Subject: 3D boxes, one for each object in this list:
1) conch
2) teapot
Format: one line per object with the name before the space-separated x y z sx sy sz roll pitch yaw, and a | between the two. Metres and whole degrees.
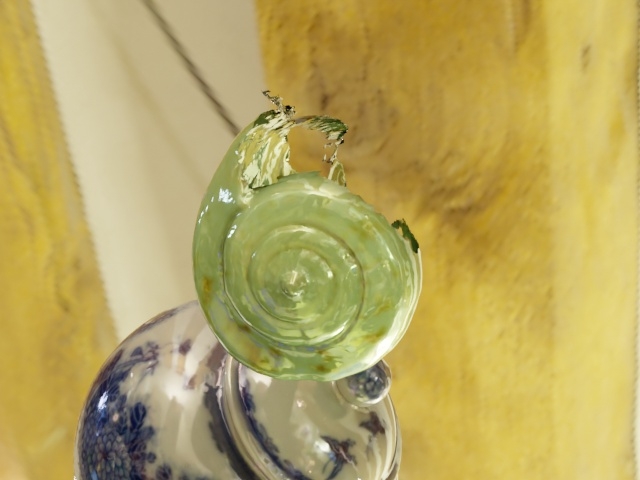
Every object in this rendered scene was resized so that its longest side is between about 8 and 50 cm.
conch | -0.003 -0.015 1.092 0.143 0.251 0.137 31 -61 -11
teapot | -0.043 0.153 1.322 0.252 0.424 0.280 34 -46 -21
